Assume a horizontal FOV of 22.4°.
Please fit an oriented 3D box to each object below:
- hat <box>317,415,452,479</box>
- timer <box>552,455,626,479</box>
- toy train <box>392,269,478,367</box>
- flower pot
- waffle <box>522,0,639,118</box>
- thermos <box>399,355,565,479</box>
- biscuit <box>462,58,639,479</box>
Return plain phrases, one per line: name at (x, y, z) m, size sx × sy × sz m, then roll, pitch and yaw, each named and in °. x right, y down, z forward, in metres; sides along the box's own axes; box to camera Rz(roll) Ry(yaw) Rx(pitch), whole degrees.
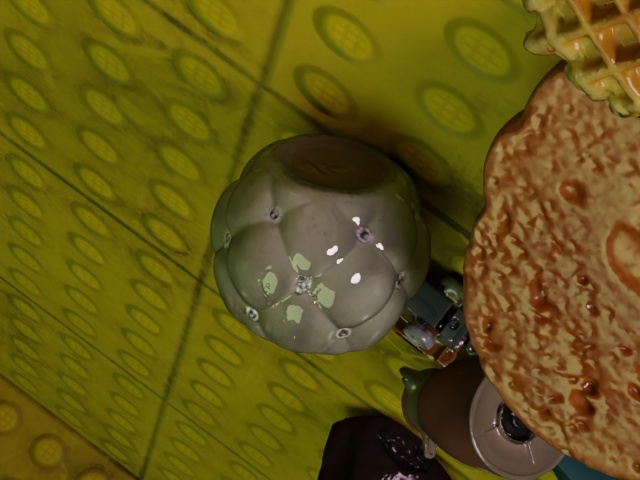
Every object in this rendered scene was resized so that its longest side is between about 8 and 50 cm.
hat at (0.072, 0.425, 2.500) m, size 0.238 × 0.209 × 0.336 m, roll 32°, pitch 158°, yaw 8°
timer at (0.384, 0.341, 2.044) m, size 0.232 × 0.091 × 0.250 m, roll 54°, pitch 174°, yaw -36°
toy train at (0.102, 0.069, 1.951) m, size 0.219 × 0.089 × 0.127 m, roll 38°, pitch 167°, yaw -2°
flower pot at (0.000, 0.000, 1.781) m, size 0.246 × 0.246 × 0.195 m, roll 26°, pitch 122°, yaw 27°
waffle at (0.268, -0.176, 1.228) m, size 0.261 × 0.056 × 0.250 m, roll 25°, pitch 139°, yaw 22°
thermos at (0.201, 0.221, 2.026) m, size 0.176 × 0.146 × 0.265 m, roll 45°, pitch 164°, yaw -13°
biscuit at (0.287, 0.024, 1.442) m, size 0.349 × 0.078 × 0.455 m, roll 37°, pitch 134°, yaw 12°
